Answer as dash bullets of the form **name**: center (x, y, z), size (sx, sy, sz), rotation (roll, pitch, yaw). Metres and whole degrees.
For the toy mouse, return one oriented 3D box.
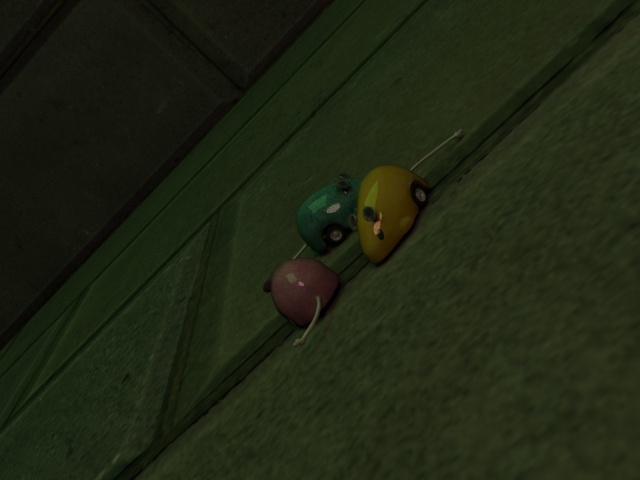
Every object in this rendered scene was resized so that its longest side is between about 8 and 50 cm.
- **toy mouse**: center (0.000, 0.000, 0.413), size (0.143, 0.031, 0.161), rotation (-23, 30, 53)
